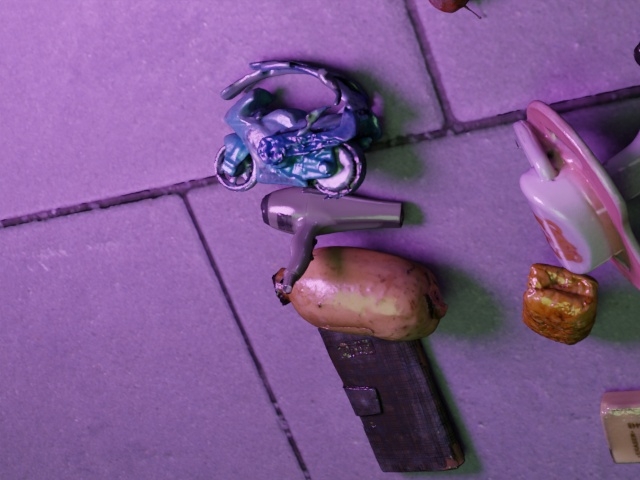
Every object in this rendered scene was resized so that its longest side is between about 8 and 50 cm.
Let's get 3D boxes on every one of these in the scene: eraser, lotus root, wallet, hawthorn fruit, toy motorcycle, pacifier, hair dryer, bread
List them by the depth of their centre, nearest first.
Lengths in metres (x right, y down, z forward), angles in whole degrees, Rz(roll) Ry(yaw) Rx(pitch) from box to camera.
[{"bbox_3d":[0.387,-0.071,1.736,0.273,0.220,0.332,-9,136,28],"label":"pacifier"},{"bbox_3d":[0.186,-0.340,1.765,0.067,0.066,0.103,-20,137,32],"label":"hawthorn fruit"},{"bbox_3d":[0.352,0.095,1.877,0.114,0.083,0.211,18,168,14],"label":"bread"},{"bbox_3d":[-0.044,-0.168,1.925,0.260,0.154,0.206,6,99,25],"label":"toy motorcycle"},{"bbox_3d":[0.028,-0.014,1.960,0.219,0.225,0.088,-11,129,-5],"label":"hair dryer"},{"bbox_3d":[0.533,0.292,1.997,0.172,0.058,0.117,-6,116,28],"label":"eraser"},{"bbox_3d":[0.059,0.080,2.015,0.284,0.146,0.160,5,159,19],"label":"lotus root"},{"bbox_3d":[0.123,0.260,2.169,0.169,0.044,0.317,-10,114,30],"label":"wallet"}]

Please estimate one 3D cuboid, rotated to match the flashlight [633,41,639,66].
[{"bbox_3d":[0.589,-0.138,1.682,0.424,0.103,0.103,42,127,-6],"label":"flashlight"}]
